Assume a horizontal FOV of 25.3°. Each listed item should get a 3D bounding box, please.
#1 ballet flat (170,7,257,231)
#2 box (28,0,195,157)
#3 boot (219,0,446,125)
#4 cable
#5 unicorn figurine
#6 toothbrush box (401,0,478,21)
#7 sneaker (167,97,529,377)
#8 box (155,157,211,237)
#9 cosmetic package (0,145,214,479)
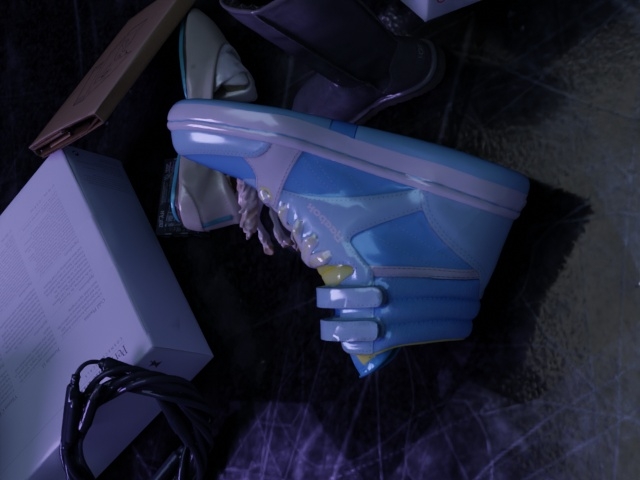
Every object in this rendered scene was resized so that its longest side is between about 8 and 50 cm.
[{"bbox_3d":[-0.100,-0.125,1.437,0.086,0.086,0.248,-17,63,38],"label":"ballet flat"},{"bbox_3d":[-0.213,-0.181,1.491,0.164,0.021,0.201,-18,35,55],"label":"box"},{"bbox_3d":[-0.012,-0.170,1.273,0.190,0.208,0.076,-26,62,35],"label":"boot"},{"bbox_3d":[-0.181,0.200,1.396,0.047,0.151,0.184,-93,12,-65],"label":"cable"},{"bbox_3d":[-0.035,-0.044,1.344,0.060,0.162,0.111,-20,83,12],"label":"unicorn figurine"},{"bbox_3d":[0.063,-0.359,1.247,0.283,0.122,0.206,47,151,37],"label":"toothbrush box"},{"bbox_3d":[0.000,0.000,1.215,0.319,0.127,0.208,15,95,14],"label":"sneaker"},{"bbox_3d":[-0.140,-0.045,1.487,0.067,0.018,0.083,-3,78,42],"label":"box"},{"bbox_3d":[-0.308,0.128,1.544,0.377,0.097,0.284,-46,52,25],"label":"cosmetic package"}]
